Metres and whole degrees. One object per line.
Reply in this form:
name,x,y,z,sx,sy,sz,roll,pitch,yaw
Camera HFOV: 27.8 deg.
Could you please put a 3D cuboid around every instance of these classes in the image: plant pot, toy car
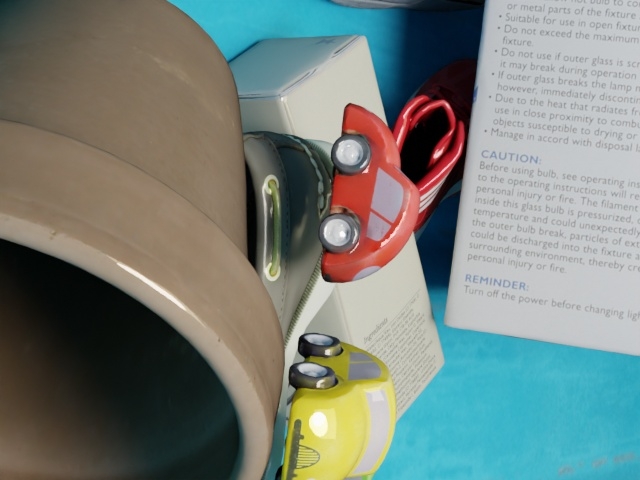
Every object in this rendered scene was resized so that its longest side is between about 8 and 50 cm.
plant pot,-0.135,-0.005,0.641,0.229,0.263,0.263,-79,149,-44
toy car,0.015,0.075,0.712,0.225,0.053,0.239,95,4,-49

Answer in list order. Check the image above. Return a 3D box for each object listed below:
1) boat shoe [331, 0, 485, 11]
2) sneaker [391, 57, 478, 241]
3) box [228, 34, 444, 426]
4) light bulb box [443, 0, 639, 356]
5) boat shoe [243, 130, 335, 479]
boat shoe,0.071,-0.237,1.014,0.302,0.109,0.094,-10,89,-64
sneaker,0.102,-0.087,1.019,0.221,0.087,0.128,-61,-178,-32
box,0.000,0.000,0.925,0.113,0.094,0.275,-41,125,-45
light bulb box,0.262,-0.105,1.068,0.358,0.225,0.361,-5,102,-74
boat shoe,-0.070,0.077,0.795,0.091,0.109,0.305,8,105,-50
